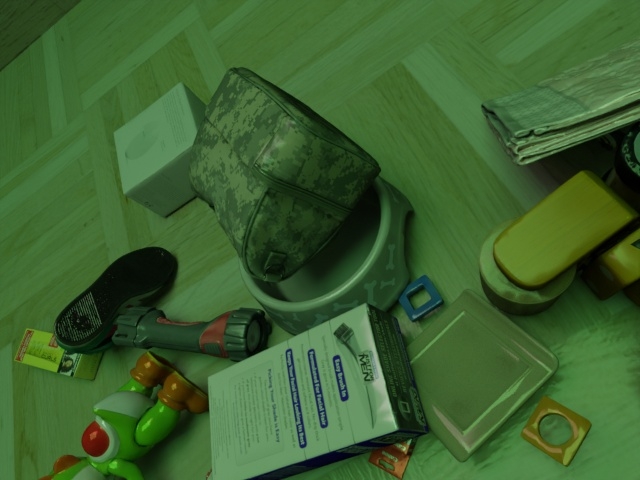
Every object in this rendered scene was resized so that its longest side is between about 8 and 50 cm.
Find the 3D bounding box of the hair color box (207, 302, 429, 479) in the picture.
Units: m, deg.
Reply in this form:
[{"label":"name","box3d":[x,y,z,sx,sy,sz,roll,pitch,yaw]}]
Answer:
[{"label":"hair color box","box3d":[-0.021,0.255,0.761,0.339,0.110,0.185,-30,53,26]}]

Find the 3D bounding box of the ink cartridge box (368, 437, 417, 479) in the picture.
[{"label":"ink cartridge box","box3d":[0.116,0.299,0.744,0.063,0.029,0.115,16,75,33]}]

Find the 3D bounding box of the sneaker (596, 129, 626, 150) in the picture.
[{"label":"sneaker","box3d":[0.464,-0.182,0.786,0.035,0.031,0.083,-21,62,3]}]

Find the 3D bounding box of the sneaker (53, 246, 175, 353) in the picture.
[{"label":"sneaker","box3d":[-0.457,0.145,1.075,0.295,0.124,0.178,-46,1,-40]}]

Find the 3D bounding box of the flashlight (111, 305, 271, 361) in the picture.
[{"label":"flashlight","box3d":[-0.252,0.173,0.945,0.304,0.103,0.103,2,73,24]}]

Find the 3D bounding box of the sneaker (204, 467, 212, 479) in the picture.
[{"label":"sneaker","box3d":[-0.122,0.494,0.744,0.112,0.120,0.299,-11,44,-16]}]

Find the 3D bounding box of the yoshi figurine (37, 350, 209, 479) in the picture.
[{"label":"yoshi figurine","box3d":[-0.365,0.409,0.899,0.203,0.203,0.362,39,71,-4]}]

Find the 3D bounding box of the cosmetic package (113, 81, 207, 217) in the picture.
[{"label":"cosmetic package","box3d":[-0.360,-0.219,1.177,0.225,0.138,0.224,-32,56,13]}]

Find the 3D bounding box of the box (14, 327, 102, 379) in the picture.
[{"label":"box","box3d":[-0.616,0.265,1.137,0.232,0.058,0.087,3,70,30]}]

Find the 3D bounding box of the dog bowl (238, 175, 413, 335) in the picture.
[{"label":"dog bowl","box3d":[0.000,0.000,0.886,0.349,0.102,0.348,-14,57,23]}]

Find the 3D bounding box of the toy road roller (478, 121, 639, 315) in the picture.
[{"label":"toy road roller","box3d":[0.396,0.025,0.624,0.330,0.202,0.240,-36,66,7]}]

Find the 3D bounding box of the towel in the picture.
[{"label":"towel","box3d":[0.407,-0.224,0.697,0.317,0.053,0.332,-21,17,19]}]

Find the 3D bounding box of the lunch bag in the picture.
[{"label":"lunch bag","box3d":[-0.090,-0.108,0.803,0.256,0.213,0.305,-55,45,15]}]

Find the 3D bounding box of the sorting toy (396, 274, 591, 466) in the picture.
[{"label":"sorting toy","box3d":[0.218,0.195,0.714,0.196,0.047,0.348,-46,44,1]}]
